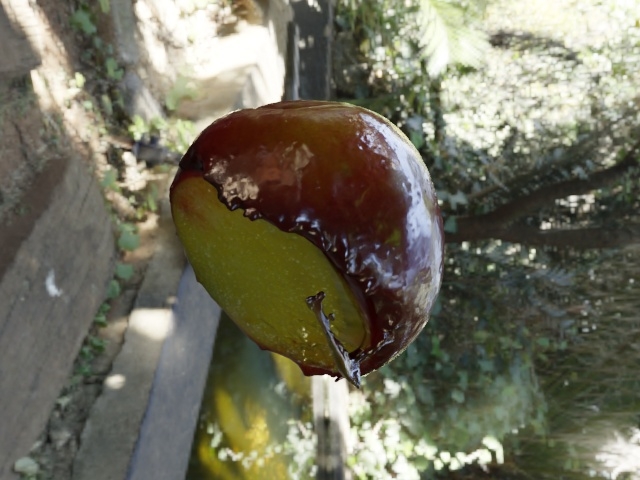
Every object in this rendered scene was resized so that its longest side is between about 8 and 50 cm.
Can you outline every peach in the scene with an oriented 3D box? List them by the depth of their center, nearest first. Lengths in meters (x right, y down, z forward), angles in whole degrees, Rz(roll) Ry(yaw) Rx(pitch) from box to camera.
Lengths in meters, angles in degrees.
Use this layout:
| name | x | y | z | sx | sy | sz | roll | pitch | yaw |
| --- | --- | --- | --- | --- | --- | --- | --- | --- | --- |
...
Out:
| name | x | y | z | sx | sy | sz | roll | pitch | yaw |
| --- | --- | --- | --- | --- | --- | --- | --- | --- | --- |
| peach | 0.003 | -0.022 | 0.979 | 0.310 | 0.335 | 0.406 | -47 | 118 | -30 |
